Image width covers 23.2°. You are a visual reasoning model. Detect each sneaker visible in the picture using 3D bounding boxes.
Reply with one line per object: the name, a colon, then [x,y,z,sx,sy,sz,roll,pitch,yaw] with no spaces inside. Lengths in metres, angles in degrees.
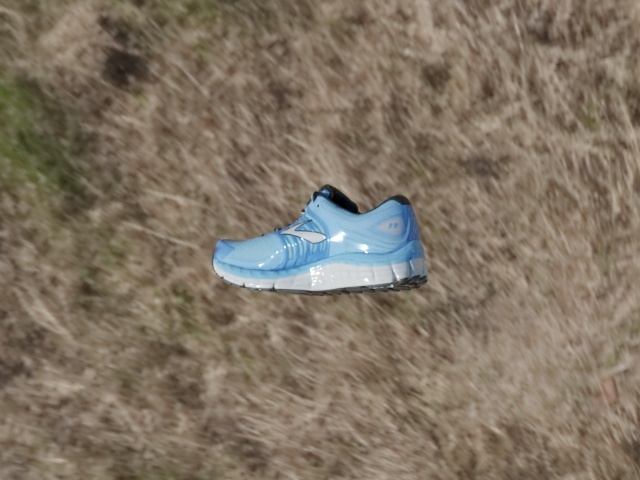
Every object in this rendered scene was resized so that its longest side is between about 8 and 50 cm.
sneaker: [0.000,0.000,1.054,0.162,0.063,0.073,-4,83,29]
